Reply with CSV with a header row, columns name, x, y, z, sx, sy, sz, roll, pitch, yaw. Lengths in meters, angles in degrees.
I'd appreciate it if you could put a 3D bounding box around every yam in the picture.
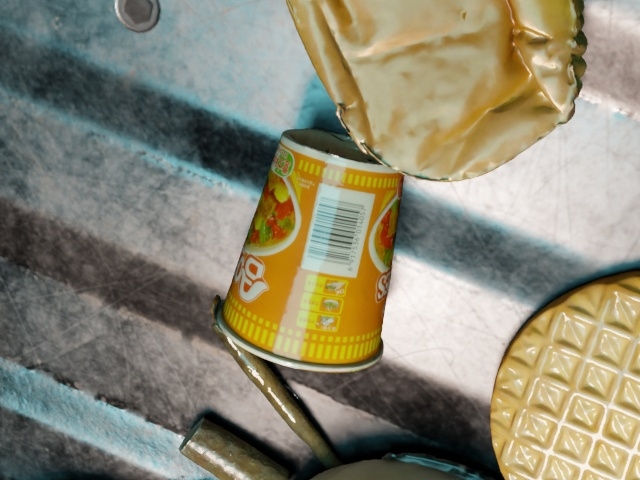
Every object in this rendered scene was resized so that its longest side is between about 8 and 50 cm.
name,x,y,z,sx,sy,sz,roll,pitch,yaw
yam,-0.097,0.256,0.892,0.132,0.054,0.054,33,116,0
yam,-0.040,0.177,0.858,0.029,0.027,0.234,-39,101,-6

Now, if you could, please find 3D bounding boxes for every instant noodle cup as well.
name,x,y,z,sx,sy,sz,roll,pitch,yaw
instant noodle cup,0.000,0.000,0.710,0.169,0.168,0.184,16,107,8

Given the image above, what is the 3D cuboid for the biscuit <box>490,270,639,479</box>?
name,x,y,z,sx,sy,sz,roll,pitch,yaw
biscuit,0.265,0.192,0.741,0.205,0.040,0.308,-13,94,26

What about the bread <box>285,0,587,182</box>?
name,x,y,z,sx,sy,sz,roll,pitch,yaw
bread,0.084,-0.195,0.602,0.204,0.156,0.288,-30,100,15

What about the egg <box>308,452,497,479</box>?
name,x,y,z,sx,sy,sz,roll,pitch,yaw
egg,0.069,0.449,0.765,0.355,0.340,0.354,6,117,12
